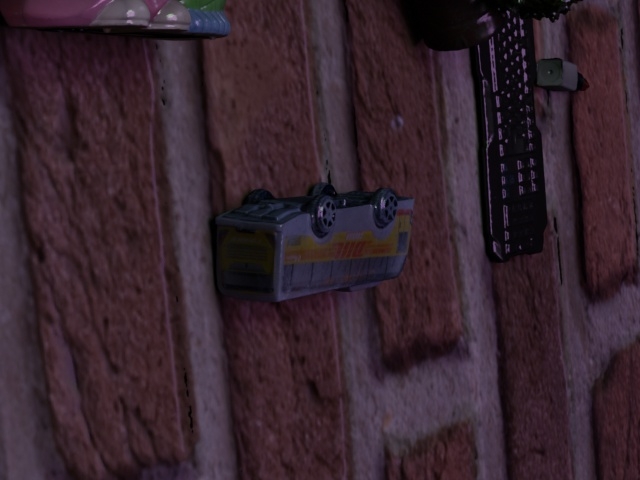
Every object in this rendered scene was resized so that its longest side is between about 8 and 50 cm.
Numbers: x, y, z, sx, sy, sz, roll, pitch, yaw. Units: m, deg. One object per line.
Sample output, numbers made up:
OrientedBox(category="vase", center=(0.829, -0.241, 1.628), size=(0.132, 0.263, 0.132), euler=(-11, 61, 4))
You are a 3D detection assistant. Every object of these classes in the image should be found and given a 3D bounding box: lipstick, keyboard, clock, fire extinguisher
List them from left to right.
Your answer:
OrientedBox(category="clock", center=(-0.119, -0.217, 1.146), size=(0.194, 0.100, 0.196), euler=(-10, 100, -63))
OrientedBox(category="fire extinguisher", center=(0.086, -0.284, 1.496), size=(0.089, 0.072, 0.268), euler=(-25, 117, -12))
OrientedBox(category="keyboard", center=(0.164, -0.115, 1.680), size=(0.106, 0.016, 0.262), euler=(-12, 99, -58))
OrientedBox(category="lipstick", center=(0.227, -0.148, 1.780), size=(0.107, 0.025, 0.025), euler=(8, 83, -64))

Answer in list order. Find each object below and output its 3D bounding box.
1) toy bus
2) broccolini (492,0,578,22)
OrientedBox(category="toy bus", center=(0.000, 0.000, 1.363), size=(0.190, 0.064, 0.075), euler=(-7, 100, -59))
OrientedBox(category="broccolini", center=(0.062, -0.229, 1.386), size=(0.392, 0.074, 0.079), euler=(9, 86, -45))
